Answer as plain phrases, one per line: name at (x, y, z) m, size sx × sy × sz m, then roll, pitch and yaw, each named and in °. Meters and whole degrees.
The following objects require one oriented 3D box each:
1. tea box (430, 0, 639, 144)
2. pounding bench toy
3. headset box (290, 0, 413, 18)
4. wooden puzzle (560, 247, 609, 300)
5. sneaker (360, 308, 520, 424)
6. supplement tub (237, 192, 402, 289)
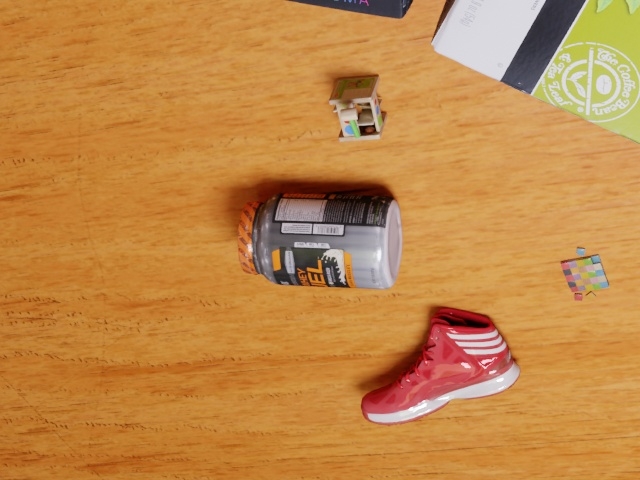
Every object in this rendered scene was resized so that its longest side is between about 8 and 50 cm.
tea box at (0.331, -0.299, 1.595) m, size 0.323 × 0.220 × 0.329 m, roll 23°, pitch 135°, yaw -3°
pounding bench toy at (0.043, -0.144, 1.896) m, size 0.052 × 0.083 × 0.065 m, roll -3°, pitch 125°, yaw 17°
headset box at (-0.015, -0.391, 1.640) m, size 0.246 × 0.131 × 0.283 m, roll 13°, pitch 141°, yaw 15°
wooden puzzle at (0.331, 0.043, 2.011) m, size 0.049 × 0.006 × 0.083 m, roll -11°, pitch 123°, yaw 23°
sneaker at (0.140, 0.155, 2.115) m, size 0.221 × 0.087 × 0.128 m, roll -20°, pitch 112°, yaw 13°
supplement tub at (0.000, 0.000, 1.998) m, size 0.190 × 0.117 × 0.117 m, roll 2°, pitch 127°, yaw 14°
